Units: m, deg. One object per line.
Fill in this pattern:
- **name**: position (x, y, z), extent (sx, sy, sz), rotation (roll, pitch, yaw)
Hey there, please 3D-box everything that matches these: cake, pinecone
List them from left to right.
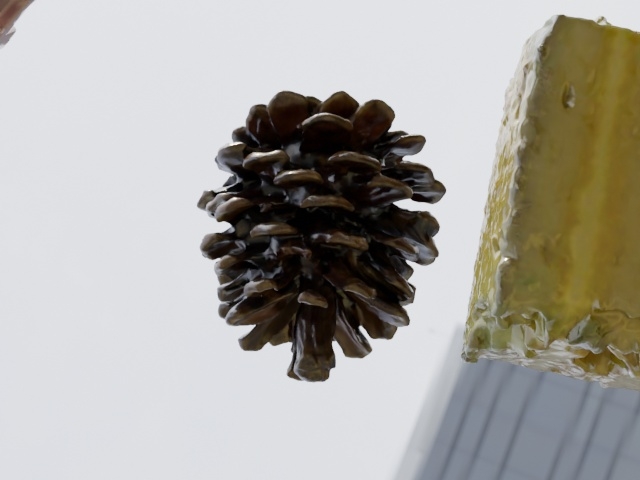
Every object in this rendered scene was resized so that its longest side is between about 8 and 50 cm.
- **pinecone**: position (-0.001, 0.001, 1.423), extent (0.185, 0.168, 0.212), rotation (11, -98, -30)
- **cake**: position (0.253, -0.004, 1.261), extent (0.222, 0.286, 0.227), rotation (91, -170, -82)

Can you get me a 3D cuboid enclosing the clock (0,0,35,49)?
- **clock**: position (-0.155, -0.242, 1.134), extent (0.275, 0.080, 0.290), rotation (-49, 3, 0)
